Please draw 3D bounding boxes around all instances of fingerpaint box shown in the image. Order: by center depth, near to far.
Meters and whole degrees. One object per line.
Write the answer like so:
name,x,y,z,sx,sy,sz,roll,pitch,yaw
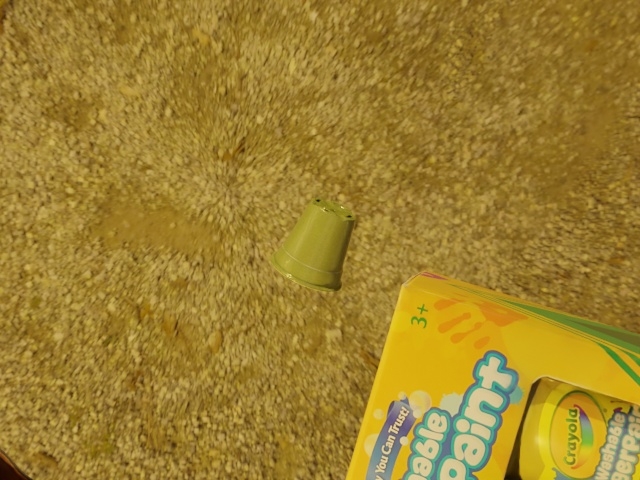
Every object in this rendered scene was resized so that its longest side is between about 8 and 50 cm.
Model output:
fingerpaint box,0.194,0.292,0.616,0.371,0.163,0.444,18,96,13

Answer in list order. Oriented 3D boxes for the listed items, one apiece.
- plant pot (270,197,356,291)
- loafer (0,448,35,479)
plant pot,0.000,0.000,0.750,0.083,0.083,0.079,22,108,-8
loafer,-0.140,0.114,0.295,0.062,0.170,0.061,0,87,-41
